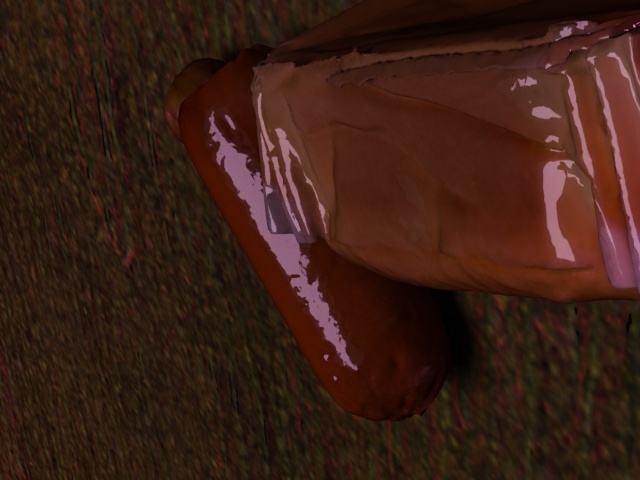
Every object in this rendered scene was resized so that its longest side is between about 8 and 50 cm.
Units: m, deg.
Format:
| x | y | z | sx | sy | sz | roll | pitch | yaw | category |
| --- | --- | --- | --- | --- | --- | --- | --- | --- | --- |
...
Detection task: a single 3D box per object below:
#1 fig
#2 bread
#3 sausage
| x | y | z | sx | sy | sz | roll | pitch | yaw | category |
| --- | --- | --- | --- | --- | --- | --- | --- | --- | --- |
| -0.044 | -0.062 | 0.846 | 0.083 | 0.050 | 0.050 | 30 | 142 | 17 | fig |
| 0.082 | -0.044 | 0.544 | 0.241 | 0.136 | 0.107 | 3 | 119 | 60 | bread |
| 0.000 | 0.000 | 0.788 | 0.197 | 0.076 | 0.076 | 61 | 152 | 0 | sausage |
